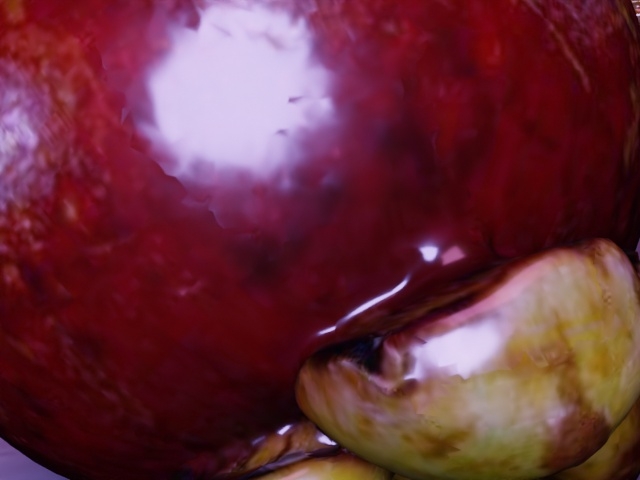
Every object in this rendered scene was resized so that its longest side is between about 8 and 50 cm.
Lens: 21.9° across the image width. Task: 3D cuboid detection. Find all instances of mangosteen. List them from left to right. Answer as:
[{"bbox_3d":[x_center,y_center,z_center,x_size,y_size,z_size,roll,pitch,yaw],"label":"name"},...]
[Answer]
[{"bbox_3d":[0.000,0.000,0.432,0.215,0.215,0.257,-12,48,-21],"label":"mangosteen"}]

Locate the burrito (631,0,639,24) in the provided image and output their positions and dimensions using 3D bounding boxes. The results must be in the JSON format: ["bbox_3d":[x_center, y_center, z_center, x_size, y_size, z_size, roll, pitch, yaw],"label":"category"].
[{"bbox_3d":[0.228,-0.189,1.069,0.143,0.105,0.299,-5,17,30],"label":"burrito"}]
